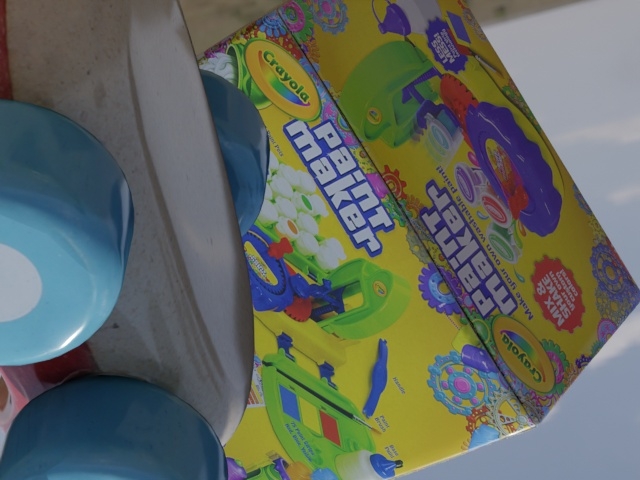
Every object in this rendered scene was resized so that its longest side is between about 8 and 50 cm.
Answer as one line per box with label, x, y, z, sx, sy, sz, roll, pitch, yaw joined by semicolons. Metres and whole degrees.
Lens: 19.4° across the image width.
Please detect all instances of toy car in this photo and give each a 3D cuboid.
toy car;-0.153;-0.004;0.631;0.238;0.210;0.219;-8;-142;10

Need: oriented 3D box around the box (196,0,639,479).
box;0.000;0.000;1.223;0.279;0.290;0.177;-25;-171;40
